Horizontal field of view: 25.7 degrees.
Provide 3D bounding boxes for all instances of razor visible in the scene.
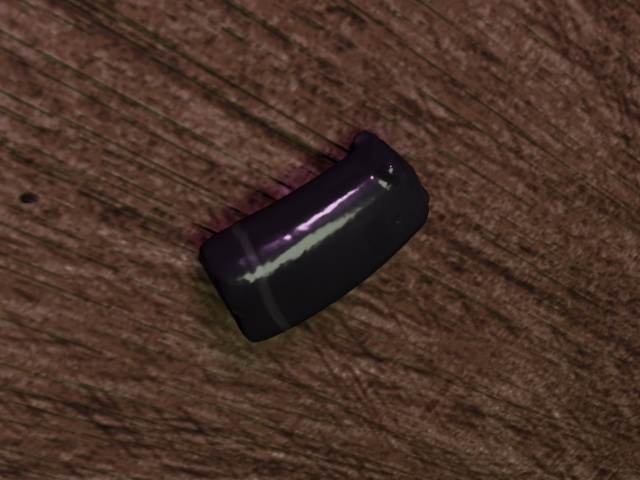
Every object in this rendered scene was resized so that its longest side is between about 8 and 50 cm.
[{"bbox_3d":[0.000,0.000,0.894,0.148,0.054,0.090,-34,141,-6],"label":"razor"}]
